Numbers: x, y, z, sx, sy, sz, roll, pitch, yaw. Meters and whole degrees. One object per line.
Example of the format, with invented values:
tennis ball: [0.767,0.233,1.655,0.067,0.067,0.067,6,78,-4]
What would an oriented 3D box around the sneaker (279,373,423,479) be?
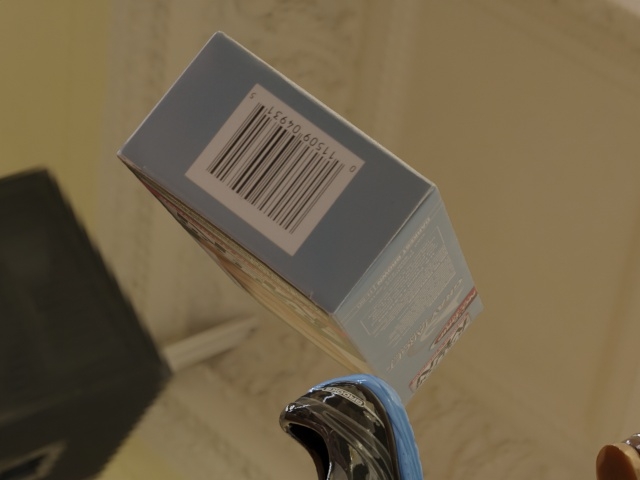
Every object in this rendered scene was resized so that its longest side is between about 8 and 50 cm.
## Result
sneaker: [0.025,0.162,0.975,0.067,0.078,0.188,117,-42,-61]

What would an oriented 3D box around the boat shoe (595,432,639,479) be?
boat shoe: [0.261,0.245,1.396,0.073,0.073,0.207,3,-80,58]

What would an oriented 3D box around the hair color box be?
hair color box: [0.000,0.000,1.356,0.185,0.113,0.374,37,-5,16]
